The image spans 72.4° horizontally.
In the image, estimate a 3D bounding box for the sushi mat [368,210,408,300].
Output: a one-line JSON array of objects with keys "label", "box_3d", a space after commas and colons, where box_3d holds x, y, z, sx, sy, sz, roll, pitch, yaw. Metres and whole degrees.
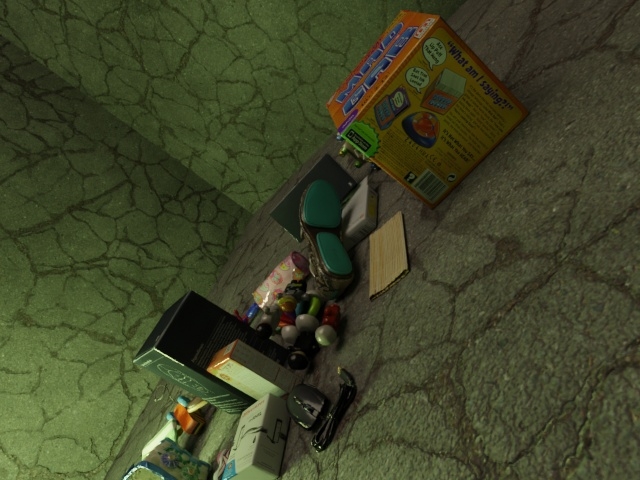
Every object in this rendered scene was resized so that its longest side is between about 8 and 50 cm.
[{"label": "sushi mat", "box_3d": [0.196, 0.037, 1.295, 0.151, 0.019, 0.316, -43, 19, 28]}]

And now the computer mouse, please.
[{"label": "computer mouse", "box_3d": [-0.013, 0.383, 1.093, 0.184, 0.060, 0.262, -57, 17, -9]}]

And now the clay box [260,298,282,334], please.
[{"label": "clay box", "box_3d": [-0.149, 0.290, 1.657, 0.127, 0.053, 0.222, -59, 19, -17]}]

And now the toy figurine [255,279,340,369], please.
[{"label": "toy figurine", "box_3d": [-0.065, 0.242, 1.253, 0.213, 0.210, 0.148, -46, 8, 29]}]

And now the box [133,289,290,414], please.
[{"label": "box", "box_3d": [-0.357, 0.382, 1.437, 0.294, 0.396, 0.211, -32, 28, 50]}]

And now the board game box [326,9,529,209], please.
[{"label": "board game box", "box_3d": [0.279, -0.384, 1.266, 0.356, 0.357, 0.356, -47, 24, 19]}]

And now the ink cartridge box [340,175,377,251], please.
[{"label": "ink cartridge box", "box_3d": [0.098, -0.064, 1.682, 0.303, 0.072, 0.307, -44, 17, 33]}]

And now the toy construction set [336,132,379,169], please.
[{"label": "toy construction set", "box_3d": [0.191, -0.381, 1.794, 0.151, 0.215, 0.327, -53, 17, 3]}]

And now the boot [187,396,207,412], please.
[{"label": "boot", "box_3d": [-0.453, 0.517, 1.699, 0.248, 0.206, 0.090, -38, -13, -7]}]

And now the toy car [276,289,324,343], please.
[{"label": "toy car", "box_3d": [-0.081, 0.234, 1.438, 0.182, 0.136, 0.159, -41, 20, 36]}]

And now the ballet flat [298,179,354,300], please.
[{"label": "ballet flat", "box_3d": [0.000, 0.000, 1.515, 0.482, 0.164, 0.182, -101, 26, -42]}]

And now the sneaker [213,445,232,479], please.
[{"label": "sneaker", "box_3d": [-0.246, 0.633, 1.216, 0.077, 0.072, 0.178, -42, 23, 3]}]

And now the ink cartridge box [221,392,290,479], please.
[{"label": "ink cartridge box", "box_3d": [-0.164, 0.532, 1.157, 0.148, 0.086, 0.203, -44, 20, 30]}]

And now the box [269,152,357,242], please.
[{"label": "box", "box_3d": [-0.020, -0.185, 1.872, 0.343, 0.179, 0.312, -46, 3, 7]}]

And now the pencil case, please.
[{"label": "pencil case", "box_3d": [-0.159, 0.171, 1.810, 0.284, 0.124, 0.124, -47, 18, 26]}]

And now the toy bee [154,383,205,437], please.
[{"label": "toy bee", "box_3d": [-0.536, 0.692, 1.790, 0.195, 0.162, 0.298, -44, 42, 4]}]

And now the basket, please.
[{"label": "basket", "box_3d": [-0.483, 0.754, 1.287, 0.201, 0.255, 0.289, -51, 6, 32]}]

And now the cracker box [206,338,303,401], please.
[{"label": "cracker box", "box_3d": [-0.189, 0.386, 1.258, 0.156, 0.232, 0.067, -37, 22, 44]}]

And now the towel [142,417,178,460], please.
[{"label": "towel", "box_3d": [-0.590, 0.852, 1.589, 0.248, 0.038, 0.324, -47, 35, 22]}]

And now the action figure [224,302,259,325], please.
[{"label": "action figure", "box_3d": [-0.349, 0.313, 2.021, 0.280, 0.139, 0.091, -55, 15, 3]}]
